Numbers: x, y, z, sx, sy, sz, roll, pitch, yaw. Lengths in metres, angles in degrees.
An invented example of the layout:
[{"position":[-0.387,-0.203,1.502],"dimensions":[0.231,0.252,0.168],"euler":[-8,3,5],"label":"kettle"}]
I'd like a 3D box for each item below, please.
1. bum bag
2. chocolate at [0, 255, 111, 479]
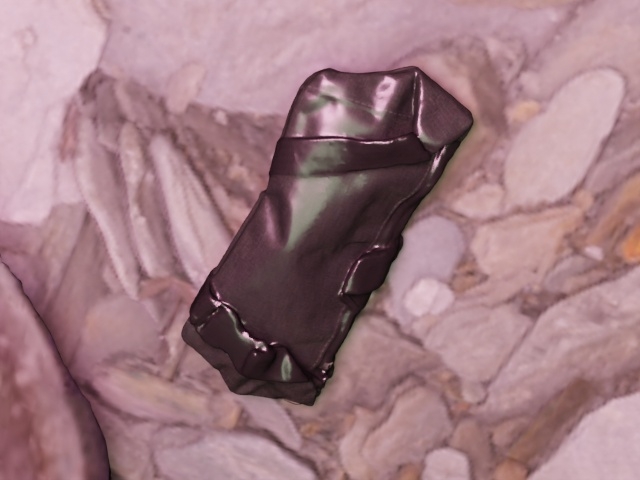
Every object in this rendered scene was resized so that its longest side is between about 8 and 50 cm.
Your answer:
[{"position":[0.000,0.000,0.969],"dimensions":[0.087,0.049,0.197],"euler":[24,110,-13],"label":"bum bag"},{"position":[-0.277,0.136,0.932],"dimensions":[0.213,0.303,0.303],"euler":[-7,115,38],"label":"chocolate"}]
